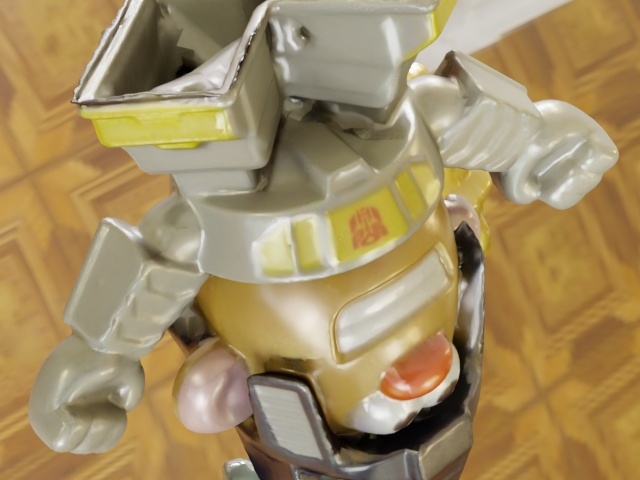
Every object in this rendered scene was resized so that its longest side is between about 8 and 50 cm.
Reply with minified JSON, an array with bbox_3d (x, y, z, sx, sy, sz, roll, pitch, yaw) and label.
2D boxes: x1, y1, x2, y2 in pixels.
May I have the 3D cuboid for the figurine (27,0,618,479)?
[{"bbox_3d":[0.002,-0.003,0.918,0.308,0.308,0.143,23,29,-31],"label":"figurine"}]

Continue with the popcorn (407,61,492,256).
[{"bbox_3d":[0.033,-0.005,1.379,0.191,0.253,0.190,-30,59,-20],"label":"popcorn"}]

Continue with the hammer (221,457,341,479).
[{"bbox_3d":[0.036,0.186,0.942,0.103,0.029,0.246,-13,45,-13],"label":"hammer"}]
